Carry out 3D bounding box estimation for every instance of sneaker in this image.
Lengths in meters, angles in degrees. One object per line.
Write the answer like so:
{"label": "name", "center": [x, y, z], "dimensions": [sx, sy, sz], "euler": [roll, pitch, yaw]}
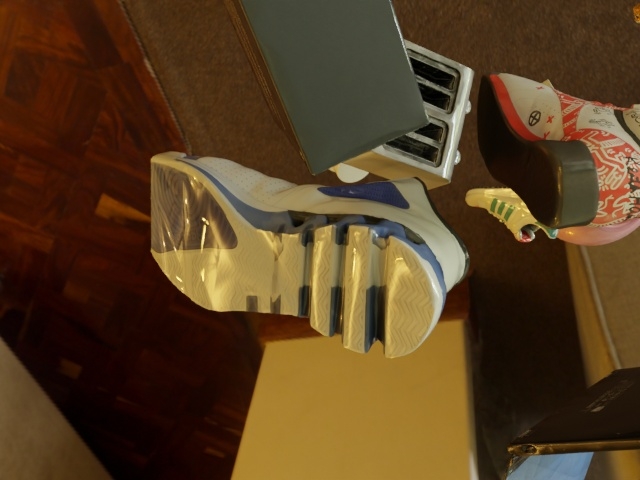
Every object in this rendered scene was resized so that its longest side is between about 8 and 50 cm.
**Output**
{"label": "sneaker", "center": [0.238, -0.091, 0.609], "dimensions": [0.145, 0.270, 0.090], "euler": [-4, 117, -1]}
{"label": "sneaker", "center": [0.261, -0.036, 0.924], "dimensions": [0.057, 0.161, 0.075], "euler": [-1, 94, -36]}
{"label": "sneaker", "center": [0.001, 0.000, 0.626], "dimensions": [0.315, 0.182, 0.127], "euler": [19, 112, 31]}

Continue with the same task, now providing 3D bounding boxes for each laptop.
{"label": "laptop", "center": [0.412, 0.317, 0.880], "dimensions": [0.408, 0.382, 0.236], "euler": [-20, 82, 41]}

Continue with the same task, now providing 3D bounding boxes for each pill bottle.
{"label": "pill bottle", "center": [0.040, -0.217, 1.467], "dimensions": [0.108, 0.193, 0.108], "euler": [-15, 139, -13]}

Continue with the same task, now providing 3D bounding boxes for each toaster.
{"label": "toaster", "center": [0.111, -0.175, 0.931], "dimensions": [0.186, 0.168, 0.110], "euler": [17, 172, -22]}

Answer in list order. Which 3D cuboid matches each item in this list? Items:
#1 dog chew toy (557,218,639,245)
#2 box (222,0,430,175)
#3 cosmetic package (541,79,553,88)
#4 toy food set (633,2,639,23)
{"label": "dog chew toy", "center": [0.430, -0.124, 1.185], "dimensions": [0.207, 0.332, 0.206], "euler": [-4, 113, -11]}
{"label": "box", "center": [-0.027, -0.205, 0.504], "dimensions": [0.103, 0.184, 0.261], "euler": [-23, 115, 0]}
{"label": "cosmetic package", "center": [0.533, -0.304, 1.537], "dimensions": [0.041, 0.060, 0.115], "euler": [-31, 75, 19]}
{"label": "toy food set", "center": [0.872, -0.530, 1.585], "dimensions": [0.232, 0.111, 0.104], "euler": [4, 132, 43]}
